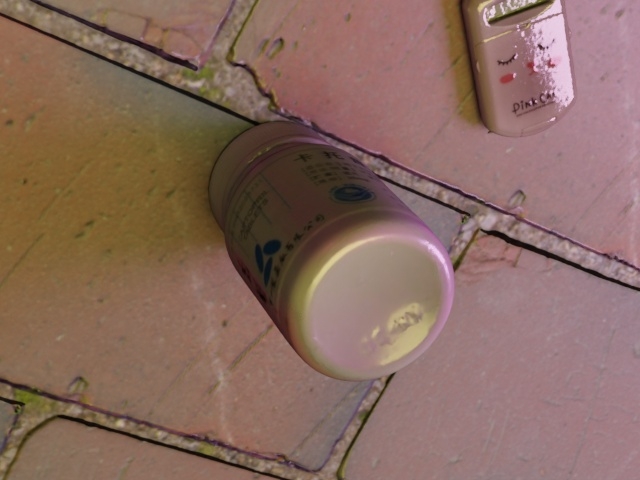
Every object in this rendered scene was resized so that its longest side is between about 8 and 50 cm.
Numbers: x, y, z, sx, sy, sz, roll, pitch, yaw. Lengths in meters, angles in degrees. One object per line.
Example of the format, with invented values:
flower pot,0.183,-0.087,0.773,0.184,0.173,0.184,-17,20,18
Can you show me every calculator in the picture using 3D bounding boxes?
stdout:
calculator,0.188,-0.179,1.414,0.100,0.032,0.175,-22,121,-12

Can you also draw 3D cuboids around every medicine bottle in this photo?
medicine bottle,0.000,0.000,1.290,0.152,0.254,0.152,-11,120,-19
